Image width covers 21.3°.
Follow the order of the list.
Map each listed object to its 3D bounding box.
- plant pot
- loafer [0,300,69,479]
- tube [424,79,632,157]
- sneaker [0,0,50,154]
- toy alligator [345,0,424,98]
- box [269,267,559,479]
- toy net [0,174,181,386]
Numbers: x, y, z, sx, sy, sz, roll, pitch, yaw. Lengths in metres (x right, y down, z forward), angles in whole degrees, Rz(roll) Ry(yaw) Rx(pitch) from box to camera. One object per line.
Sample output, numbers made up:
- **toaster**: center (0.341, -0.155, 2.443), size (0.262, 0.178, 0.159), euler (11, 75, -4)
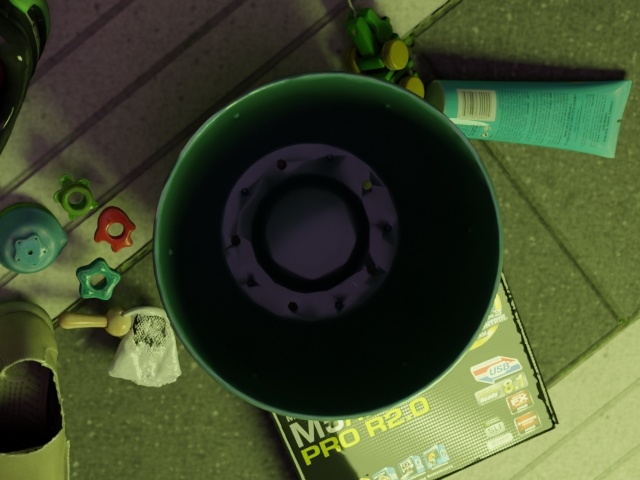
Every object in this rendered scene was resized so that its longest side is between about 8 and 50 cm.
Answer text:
- **plant pot**: center (0.000, 0.000, 1.526), size (0.293, 0.235, 0.293), euler (0, 93, -4)
- **loafer**: center (-0.292, 0.194, 1.632), size (0.102, 0.092, 0.269), euler (-5, 113, -11)
- **tube**: center (0.204, -0.123, 1.653), size (0.207, 0.052, 0.080), euler (2, 115, -19)
- **sneaker**: center (-0.409, -0.040, 1.456), size (0.185, 0.202, 0.483), euler (32, 101, -21)
- **toy alligator**: center (0.056, -0.183, 1.595), size (0.051, 0.056, 0.190), euler (-46, 120, -40)
- **box**: center (0.081, 0.144, 1.718), size (0.270, 0.060, 0.216), euler (-23, 114, -4)
- **toy net**: center (-0.203, 0.041, 1.624), size (0.122, 0.045, 0.232), euler (-40, 115, 2)
